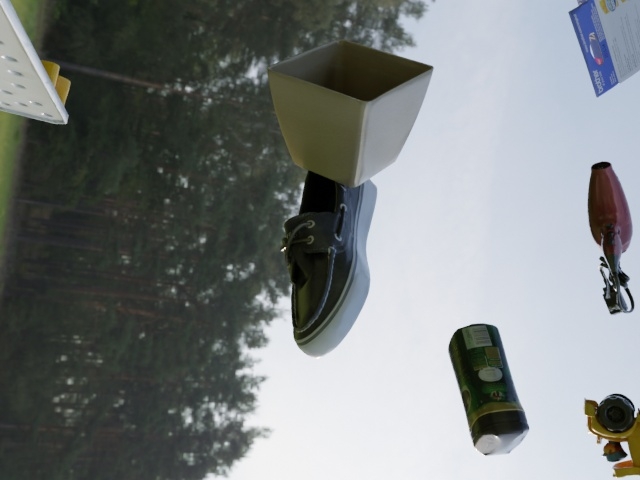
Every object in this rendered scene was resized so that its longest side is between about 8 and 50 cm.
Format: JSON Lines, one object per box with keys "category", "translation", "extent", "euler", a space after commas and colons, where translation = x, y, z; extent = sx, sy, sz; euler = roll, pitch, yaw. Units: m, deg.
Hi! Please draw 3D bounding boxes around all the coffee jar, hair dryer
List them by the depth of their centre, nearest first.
{"category": "coffee jar", "translation": [0.251, 0.224, 1.037], "extent": [0.096, 0.079, 0.184], "euler": [93, -9, -52]}
{"category": "hair dryer", "translation": [0.554, -0.006, 1.281], "extent": [0.223, 0.080, 0.293], "euler": [32, 49, -70]}

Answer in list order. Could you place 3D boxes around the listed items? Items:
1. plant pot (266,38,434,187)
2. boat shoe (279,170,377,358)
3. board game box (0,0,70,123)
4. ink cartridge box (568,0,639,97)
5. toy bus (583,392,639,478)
{"category": "plant pot", "translation": [0.025, -0.113, 0.628], "extent": [0.109, 0.109, 0.096], "euler": [26, -49, 28]}
{"category": "boat shoe", "translation": [0.000, 0.000, 0.617], "extent": [0.080, 0.076, 0.228], "euler": [-36, -154, 39]}
{"category": "board game box", "translation": [-0.408, -0.204, 0.515], "extent": [0.390, 0.390, 0.050], "euler": [160, -57, -76]}
{"category": "ink cartridge box", "translation": [0.589, -0.422, 1.256], "extent": [0.311, 0.185, 0.065], "euler": [-35, -151, -6]}
{"category": "toy bus", "translation": [0.624, 0.408, 1.331], "extent": [0.220, 0.149, 0.211], "euler": [2, -96, 26]}
